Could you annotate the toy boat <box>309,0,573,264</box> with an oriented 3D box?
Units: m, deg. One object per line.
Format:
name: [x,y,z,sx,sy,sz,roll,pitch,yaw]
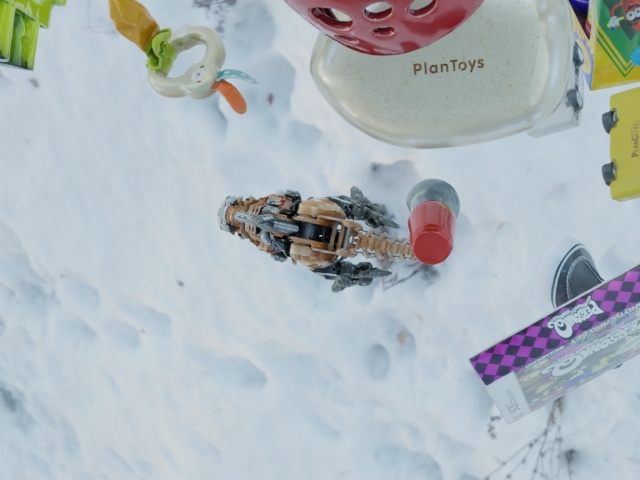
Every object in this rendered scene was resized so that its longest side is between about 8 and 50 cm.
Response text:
toy boat: [0.124,-0.137,0.764,0.267,0.148,0.318,3,117,9]

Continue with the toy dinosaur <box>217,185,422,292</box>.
toy dinosaur: [0.000,0.000,1.014,0.322,0.218,0.164,37,104,33]

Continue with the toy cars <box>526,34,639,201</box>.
toy cars: [0.440,-0.189,1.108,0.176,0.394,0.087,-46,130,11]

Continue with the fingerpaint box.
fingerpaint box: [0.651,-0.638,1.618,0.163,0.445,0.371,-9,143,9]

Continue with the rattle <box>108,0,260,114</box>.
rattle: [-0.187,-0.267,0.977,0.199,0.130,0.143,44,158,39]

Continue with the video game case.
video game case: [0.288,0.116,0.779,0.232,0.210,0.042,-30,59,5]

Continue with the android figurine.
android figurine: [-0.288,-0.306,0.677,0.056,0.248,0.273,11,94,-8]

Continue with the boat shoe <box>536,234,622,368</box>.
boat shoe: [0.427,0.109,1.110,0.102,0.108,0.301,32,160,46]

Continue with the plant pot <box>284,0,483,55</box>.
plant pot: [0.023,-0.248,0.500,0.191,0.174,0.191,-4,84,35]
